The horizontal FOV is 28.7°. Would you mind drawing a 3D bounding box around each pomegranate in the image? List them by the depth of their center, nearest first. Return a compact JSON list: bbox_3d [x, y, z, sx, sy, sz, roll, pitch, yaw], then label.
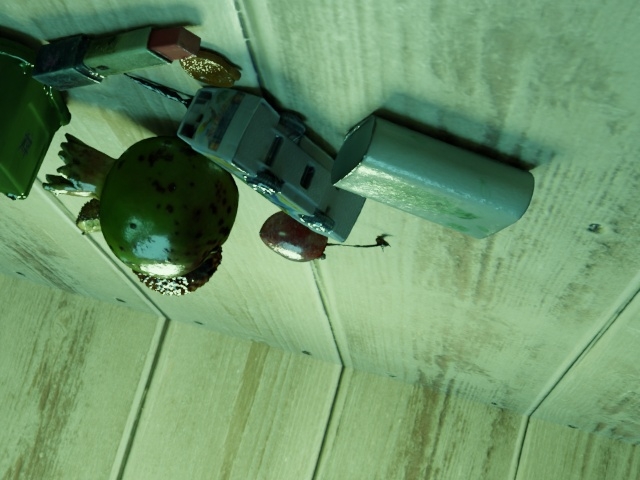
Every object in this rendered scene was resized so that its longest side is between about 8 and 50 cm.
[{"bbox_3d":[-0.263,-0.073,1.894,0.286,0.231,0.231,35,161,-19],"label":"pomegranate"}]

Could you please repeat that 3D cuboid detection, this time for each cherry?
[{"bbox_3d":[0.000,0.000,2.152,0.225,0.090,0.107,12,157,-21],"label":"cherry"}]

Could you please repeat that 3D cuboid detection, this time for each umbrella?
[{"bbox_3d":[-0.203,-0.196,1.712,0.148,0.022,0.022,19,125,-12],"label":"umbrella"}]

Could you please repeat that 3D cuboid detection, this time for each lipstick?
[{"bbox_3d":[-0.255,-0.234,1.561,0.051,0.051,0.312,28,160,-39],"label":"lipstick"}]

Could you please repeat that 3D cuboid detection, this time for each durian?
[{"bbox_3d":[-0.431,-0.051,2.472,0.140,0.071,0.110,-19,152,42],"label":"durian"}]

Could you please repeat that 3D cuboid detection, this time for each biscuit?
[{"bbox_3d":[-0.136,-0.215,1.561,0.078,0.015,0.091,12,167,9],"label":"biscuit"}]

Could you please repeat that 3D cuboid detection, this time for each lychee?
[{"bbox_3d":[-0.284,0.020,2.374,0.188,0.188,0.188,15,167,4],"label":"lychee"}]

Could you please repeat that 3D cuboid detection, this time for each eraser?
[{"bbox_3d":[0.143,-0.081,1.640,0.227,0.081,0.174,20,166,-13],"label":"eraser"}]

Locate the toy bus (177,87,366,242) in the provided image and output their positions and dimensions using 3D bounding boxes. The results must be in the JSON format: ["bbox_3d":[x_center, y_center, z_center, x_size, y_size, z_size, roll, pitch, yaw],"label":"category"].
[{"bbox_3d":[-0.059,-0.103,1.749,0.136,0.109,0.329,19,170,33],"label":"toy bus"}]

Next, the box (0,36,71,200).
[{"bbox_3d":[-0.515,-0.184,1.789,0.252,0.178,0.329,17,167,1],"label":"box"}]
